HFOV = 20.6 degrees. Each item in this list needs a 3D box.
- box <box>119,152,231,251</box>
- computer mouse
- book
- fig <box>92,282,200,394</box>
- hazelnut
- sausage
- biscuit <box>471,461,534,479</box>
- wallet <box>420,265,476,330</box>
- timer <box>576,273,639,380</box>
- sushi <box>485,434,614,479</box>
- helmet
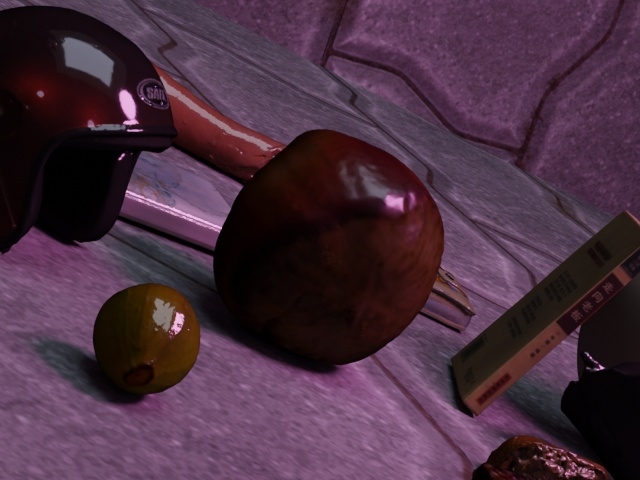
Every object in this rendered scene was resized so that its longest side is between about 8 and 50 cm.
[{"bbox_3d":[-0.202,-0.063,1.659,0.285,0.044,0.142,22,17,-32],"label":"box"},{"bbox_3d":[0.321,0.202,1.592,0.264,0.088,0.147,42,-25,-2],"label":"computer mouse"},{"bbox_3d":[0.221,0.065,1.675,0.026,0.231,0.161,47,8,-7],"label":"book"},{"bbox_3d":[-0.119,0.071,1.191,0.074,0.074,0.088,27,27,-13],"label":"fig"},{"bbox_3d":[0.000,0.000,1.516,0.208,0.208,0.208,28,11,-6],"label":"hazelnut"},{"bbox_3d":[-0.122,-0.124,2.061,0.304,0.078,0.078,29,11,-9],"label":"sausage"},{"bbox_3d":[0.210,0.245,1.242,0.252,0.070,0.106,25,13,-23],"label":"biscuit"},{"bbox_3d":[0.114,0.045,1.977,0.110,0.039,0.155,25,13,-15],"label":"wallet"},{"bbox_3d":[0.440,0.135,1.667,0.291,0.291,0.315,24,7,-26],"label":"timer"},{"bbox_3d":[0.199,0.197,1.471,0.120,0.052,0.055,26,12,-14],"label":"sushi"},{"bbox_3d":[-0.222,-0.087,1.387,0.216,0.193,0.189,-12,-2,18],"label":"helmet"}]
